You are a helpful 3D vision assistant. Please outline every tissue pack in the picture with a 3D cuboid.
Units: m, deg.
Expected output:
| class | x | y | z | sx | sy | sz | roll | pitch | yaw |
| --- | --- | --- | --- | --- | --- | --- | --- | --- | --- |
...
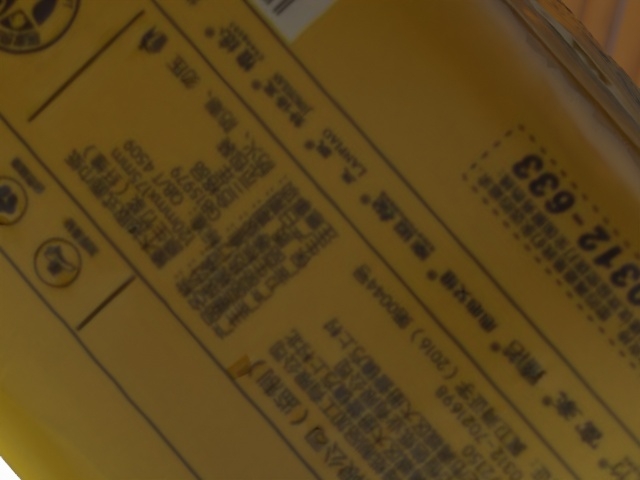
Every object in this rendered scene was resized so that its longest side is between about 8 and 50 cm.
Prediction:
| class | x | y | z | sx | sy | sz | roll | pitch | yaw |
| --- | --- | --- | --- | --- | --- | --- | --- | --- | --- |
| tissue pack | 0.000 | 0.000 | 0.837 | 0.293 | 0.382 | 0.228 | -42 | 176 | 10 |
